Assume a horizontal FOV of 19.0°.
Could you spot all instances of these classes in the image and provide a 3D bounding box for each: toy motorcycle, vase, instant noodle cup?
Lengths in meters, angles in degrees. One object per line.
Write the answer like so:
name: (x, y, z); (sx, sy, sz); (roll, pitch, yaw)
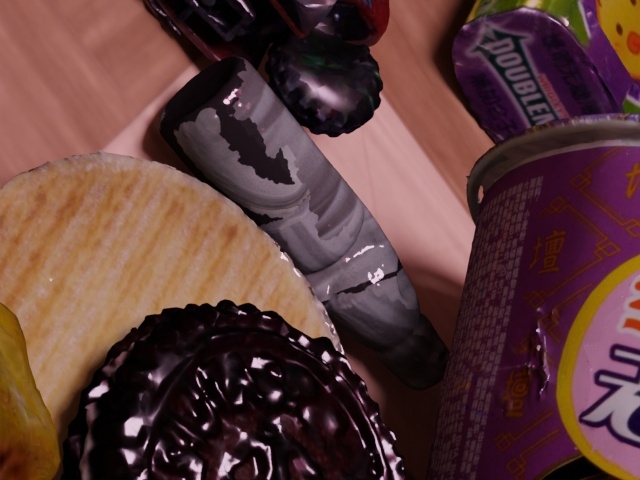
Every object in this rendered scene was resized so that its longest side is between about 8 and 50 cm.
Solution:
toy motorcycle: (-0.038, -0.154, 1.011); (0.213, 0.082, 0.122); (44, 40, -11)
vase: (0.000, 0.000, 0.999); (0.211, 0.060, 0.060); (51, 44, -22)
instant noodle cup: (0.193, 0.132, 0.941); (0.340, 0.340, 0.266); (34, 65, -30)

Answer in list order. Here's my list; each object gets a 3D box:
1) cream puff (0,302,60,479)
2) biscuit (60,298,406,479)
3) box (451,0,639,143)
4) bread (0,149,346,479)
cream puff: (-0.238, 0.072, 0.665); (0.282, 0.185, 0.282); (-25, 129, -34)
biscuit: (-0.033, 0.117, 0.857); (0.194, 0.053, 0.194); (20, 60, -38)
box: (0.190, -0.197, 1.248); (0.134, 0.097, 0.345); (52, 44, -27)
bread: (-0.081, 0.088, 0.892); (0.267, 0.040, 0.267); (19, 61, -38)
